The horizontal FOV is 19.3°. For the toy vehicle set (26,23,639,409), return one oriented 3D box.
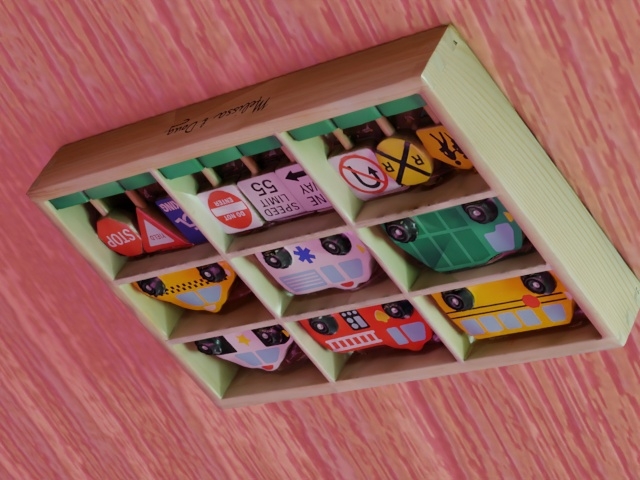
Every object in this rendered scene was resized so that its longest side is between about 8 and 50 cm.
[{"bbox_3d":[0.000,0.000,0.890,0.267,0.035,0.166,-13,126,43],"label":"toy vehicle set"}]
